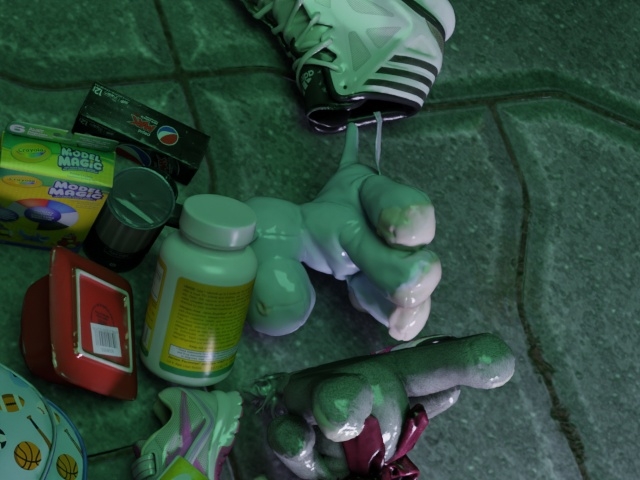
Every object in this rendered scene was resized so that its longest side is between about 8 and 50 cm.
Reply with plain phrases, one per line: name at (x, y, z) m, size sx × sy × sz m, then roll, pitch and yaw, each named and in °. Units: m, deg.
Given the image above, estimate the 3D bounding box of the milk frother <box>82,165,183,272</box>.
milk frother at (-0.221, -0.051, 1.465) m, size 0.129 × 0.135 × 0.143 m, roll -1°, pitch 67°, yaw -26°

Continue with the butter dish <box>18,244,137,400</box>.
butter dish at (-0.296, 0.108, 1.374) m, size 0.160 × 0.118 × 0.160 m, roll 35°, pitch 42°, yaw -58°

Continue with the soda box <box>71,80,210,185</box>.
soda box at (-0.234, -0.138, 1.549) m, size 0.168 × 0.053 × 0.060 m, roll 25°, pitch 59°, yaw -11°

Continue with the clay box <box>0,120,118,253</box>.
clay box at (-0.319, -0.057, 1.371) m, size 0.127 × 0.222 × 0.053 m, roll 9°, pitch 63°, yaw -20°

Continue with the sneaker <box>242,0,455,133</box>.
sneaker at (-0.022, -0.316, 1.661) m, size 0.447 × 0.169 × 0.258 m, roll 25°, pitch 57°, yaw -15°

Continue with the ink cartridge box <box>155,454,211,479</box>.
ink cartridge box at (-0.128, 0.426, 1.189) m, size 0.307 × 0.072 × 0.303 m, roll 33°, pitch 67°, yaw 20°

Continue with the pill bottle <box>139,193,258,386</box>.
pill bottle at (-0.139, 0.056, 1.395) m, size 0.117 × 0.208 × 0.117 m, roll 12°, pitch 24°, yaw -6°

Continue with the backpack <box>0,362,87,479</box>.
backpack at (-0.376, 0.240, 1.224) m, size 0.263 × 0.213 × 0.277 m, roll 34°, pitch 54°, yaw -19°

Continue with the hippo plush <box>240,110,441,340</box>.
hippo plush at (0.000, 0.000, 1.482) m, size 0.236 × 0.234 × 0.294 m, roll -12°, pitch 91°, yaw -17°

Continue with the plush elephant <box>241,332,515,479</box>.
plush elephant at (0.046, 0.268, 1.360) m, size 0.271 × 0.330 × 0.256 m, roll -11°, pitch 88°, yaw -42°

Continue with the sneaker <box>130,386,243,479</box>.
sneaker at (-0.170, 0.279, 1.361) m, size 0.111 × 0.103 × 0.252 m, roll 18°, pitch 54°, yaw -11°

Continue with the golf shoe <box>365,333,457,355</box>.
golf shoe at (0.099, 0.165, 1.539) m, size 0.186 × 0.086 × 0.067 m, roll -24°, pitch 79°, yaw -30°
